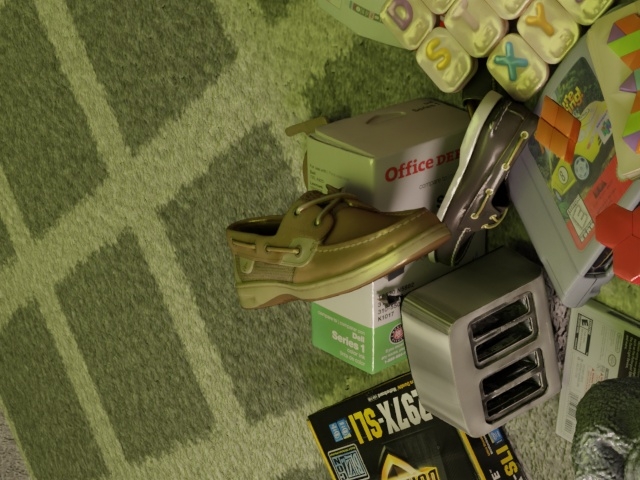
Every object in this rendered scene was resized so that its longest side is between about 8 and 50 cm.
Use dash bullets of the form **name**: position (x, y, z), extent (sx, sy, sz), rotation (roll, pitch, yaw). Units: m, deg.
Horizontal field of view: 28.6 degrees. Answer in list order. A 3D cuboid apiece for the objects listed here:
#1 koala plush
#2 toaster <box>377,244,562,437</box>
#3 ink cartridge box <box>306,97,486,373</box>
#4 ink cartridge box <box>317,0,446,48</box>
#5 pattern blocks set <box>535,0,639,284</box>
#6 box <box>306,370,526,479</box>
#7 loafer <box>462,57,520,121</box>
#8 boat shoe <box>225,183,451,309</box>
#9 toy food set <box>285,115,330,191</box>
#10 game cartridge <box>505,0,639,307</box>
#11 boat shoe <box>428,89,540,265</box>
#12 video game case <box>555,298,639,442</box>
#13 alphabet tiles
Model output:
- **koala plush**: position (0.384, 0.209, 1.252), extent (0.221, 0.196, 0.203), rotation (-31, 88, 46)
- **toaster**: position (0.183, 0.117, 1.459), extent (0.110, 0.185, 0.168), rotation (27, 136, 56)
- **ink cartridge box**: position (0.095, -0.010, 1.515), extent (0.117, 0.201, 0.278), rotation (24, 124, 43)
- **ink cartridge box**: position (0.098, -0.318, 1.492), extent (0.232, 0.066, 0.189), rotation (43, 137, 37)
- **pattern blocks set**: position (0.320, -0.153, 1.160), extent (0.285, 0.026, 0.325), rotation (-37, 54, 29)
- **box**: position (0.135, 0.313, 1.726), extent (0.322, 0.079, 0.257), rotation (-31, 79, 53)
- **loafer**: position (0.189, -0.170, 1.436), extent (0.062, 0.061, 0.170), rotation (-25, 87, 53)
- **boat shoe**: position (0.000, 0.000, 1.371), extent (0.341, 0.121, 0.110), rotation (-15, 97, 50)
- **toy food set**: position (0.024, -0.080, 1.721), extent (0.132, 0.038, 0.192), rotation (-3, 109, 60)
- **game cartridge**: position (0.289, -0.092, 1.306), extent (0.294, 0.060, 0.196), rotation (115, 148, -46)
- **boat shoe**: position (0.180, -0.055, 1.397), extent (0.068, 0.081, 0.228), rotation (26, 129, 14)
- **video game case**: position (0.349, 0.178, 1.433), extent (0.173, 0.022, 0.190), rotation (29, 127, 42)
- **alphabet tiles**: position (0.181, -0.301, 1.364), extent (0.278, 0.021, 0.284), rotation (53, 128, 19)
